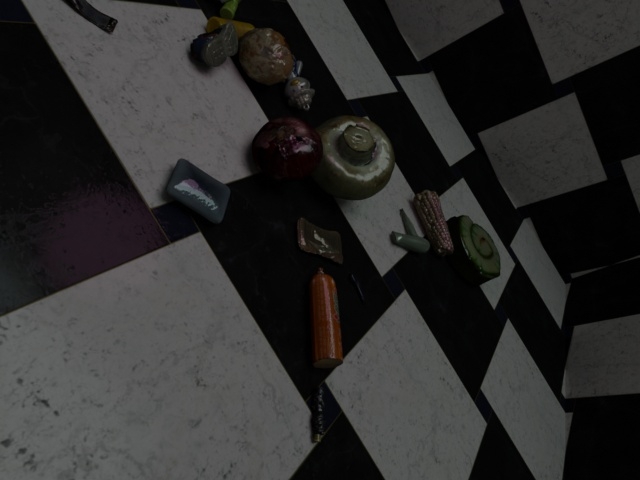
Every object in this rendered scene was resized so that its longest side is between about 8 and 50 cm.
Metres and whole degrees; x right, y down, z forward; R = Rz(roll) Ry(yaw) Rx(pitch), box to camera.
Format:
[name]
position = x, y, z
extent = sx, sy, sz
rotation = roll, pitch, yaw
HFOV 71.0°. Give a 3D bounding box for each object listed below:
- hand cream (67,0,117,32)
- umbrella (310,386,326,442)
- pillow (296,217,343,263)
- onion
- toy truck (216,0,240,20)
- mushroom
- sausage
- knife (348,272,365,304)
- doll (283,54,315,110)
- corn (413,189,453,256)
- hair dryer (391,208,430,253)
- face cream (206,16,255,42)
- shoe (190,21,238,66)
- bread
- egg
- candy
[hand cream]
position = -0.657, -0.657, 1.266
extent = 0.163, 0.039, 0.062
rotation = 34, 42, -38
[umbrella]
position = -0.005, 0.478, 1.236
extent = 0.037, 0.040, 0.143
rotation = 36, 44, -40
[pillow]
position = 0.000, 0.002, 1.562
extent = 0.211, 0.034, 0.135
rotation = 21, 53, -37
[onion]
position = -0.113, -0.291, 1.515
extent = 0.252, 0.219, 0.252
rotation = 2, 51, -3
[toy truck]
position = -0.364, -0.971, 1.725
extent = 0.210, 0.148, 0.187
rotation = 63, 29, -30
[mushroom]
position = 0.110, -0.319, 1.687
extent = 0.352, 0.260, 0.352
rotation = 7, 65, -16
[sausage]
position = 0.012, 0.225, 1.380
extent = 0.093, 0.093, 0.312
rotation = 24, 50, -37
[knife]
position = 0.136, 0.172, 1.613
extent = 0.031, 0.018, 0.121
rotation = -14, 77, -59
[doll]
position = -0.117, -0.647, 1.798
extent = 0.138, 0.119, 0.293
rotation = -24, 83, -9
[corn]
position = 0.548, -0.083, 2.174
extent = 0.127, 0.127, 0.335
rotation = -3, 74, -49
[hair dryer]
position = 0.380, -0.059, 2.021
extent = 0.206, 0.075, 0.237
rotation = 18, 46, -33
[face cream]
position = -0.306, -0.791, 1.709
extent = 0.273, 0.078, 0.078
rotation = -24, 85, -52
[shoe]
position = -0.372, -0.670, 1.546
extent = 0.099, 0.126, 0.227
rotation = 73, 31, -41
[bread]
position = 0.778, 0.044, 2.332
extent = 0.366, 0.129, 0.381
rotation = -16, 77, -49
[egg]
position = -0.203, -0.682, 1.659
extent = 0.195, 0.195, 0.233
rotation = -5, 49, -50
[candy]
position = -0.336, -0.136, 1.245
extent = 0.174, 0.071, 0.138
rotation = 34, 43, -31
